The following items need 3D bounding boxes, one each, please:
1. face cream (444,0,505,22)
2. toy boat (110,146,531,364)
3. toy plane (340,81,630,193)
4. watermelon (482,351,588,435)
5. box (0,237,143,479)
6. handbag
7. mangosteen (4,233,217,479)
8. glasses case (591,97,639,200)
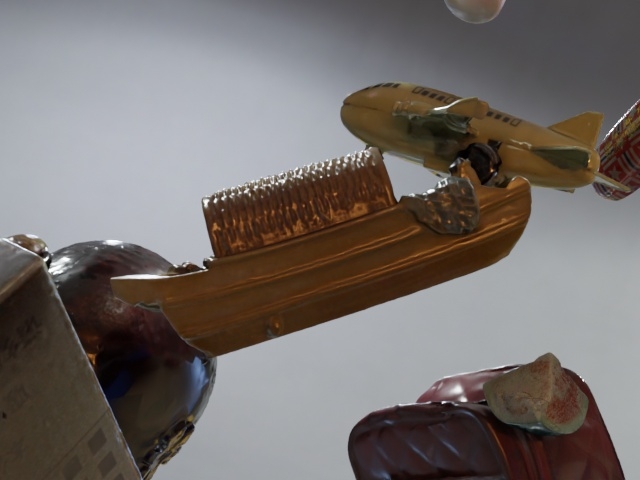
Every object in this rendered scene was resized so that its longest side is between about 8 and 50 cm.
[{"bbox_3d":[0.183,-0.307,1.358,0.082,0.269,0.082,17,-40,15],"label":"face cream"},{"bbox_3d":[0.000,0.000,1.033,0.310,0.115,0.089,-18,0,2],"label":"toy boat"},{"bbox_3d":[0.117,-0.076,1.132,0.244,0.092,0.229,9,-8,30],"label":"toy plane"},{"bbox_3d":[0.165,0.114,1.065,0.085,0.061,0.085,8,4,-1],"label":"watermelon"},{"bbox_3d":[-0.175,0.174,0.787,0.047,0.180,0.325,21,-38,35],"label":"box"},{"bbox_3d":[0.131,0.189,1.194,0.135,0.146,0.225,-22,4,-34],"label":"handbag"},{"bbox_3d":[-0.261,0.134,1.490,0.293,0.297,0.297,26,-3,27],"label":"mangosteen"},{"bbox_3d":[0.352,-0.118,1.517,0.049,0.073,0.194,19,-49,-23],"label":"glasses case"}]
